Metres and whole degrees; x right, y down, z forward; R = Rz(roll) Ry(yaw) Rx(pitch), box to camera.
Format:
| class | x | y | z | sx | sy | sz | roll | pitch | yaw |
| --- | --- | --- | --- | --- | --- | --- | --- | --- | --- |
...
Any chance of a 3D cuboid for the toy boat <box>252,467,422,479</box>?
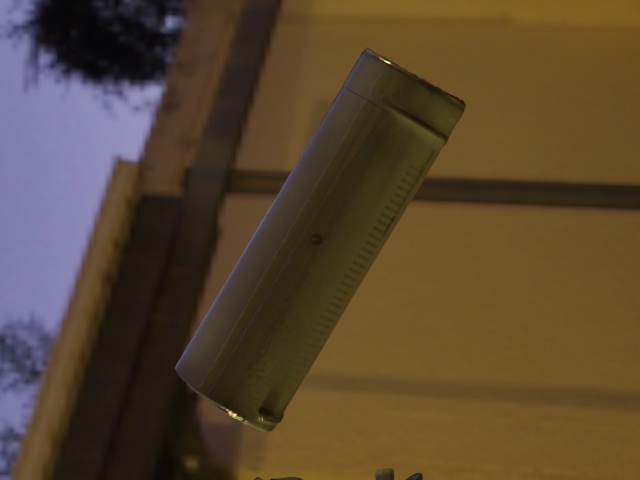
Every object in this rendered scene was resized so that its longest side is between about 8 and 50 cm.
| class | x | y | z | sx | sy | sz | roll | pitch | yaw |
| --- | --- | --- | --- | --- | --- | --- | --- | --- | --- |
| toy boat | 0.007 | 0.269 | 1.659 | 0.109 | 0.238 | 0.098 | -32 | 69 | 56 |

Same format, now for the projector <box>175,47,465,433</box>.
| class | x | y | z | sx | sy | sz | roll | pitch | yaw |
| --- | --- | --- | --- | --- | --- | --- | --- | --- | --- |
| projector | 0.000 | 0.000 | 1.483 | 0.337 | 0.108 | 0.108 | -59 | -13 | 4 |
